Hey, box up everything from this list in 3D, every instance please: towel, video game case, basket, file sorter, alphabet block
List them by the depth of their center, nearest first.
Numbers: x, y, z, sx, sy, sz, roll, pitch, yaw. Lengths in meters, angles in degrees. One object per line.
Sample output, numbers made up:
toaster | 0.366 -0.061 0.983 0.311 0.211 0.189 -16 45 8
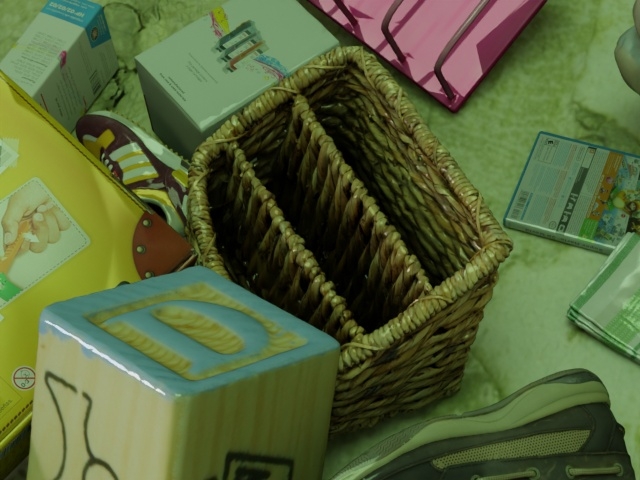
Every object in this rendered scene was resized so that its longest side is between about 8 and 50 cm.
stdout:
alphabet block | -0.119 0.159 1.509 0.193 0.197 0.192 -14 31 -43
basket | 0.000 0.000 1.630 0.213 0.223 0.299 -16 55 -24
towel | 0.324 0.068 1.682 0.152 0.023 0.113 34 73 23
video game case | 0.280 -0.042 1.777 0.166 0.015 0.119 16 59 16
file sorter | 0.080 -0.312 1.810 0.290 0.182 0.202 39 90 13

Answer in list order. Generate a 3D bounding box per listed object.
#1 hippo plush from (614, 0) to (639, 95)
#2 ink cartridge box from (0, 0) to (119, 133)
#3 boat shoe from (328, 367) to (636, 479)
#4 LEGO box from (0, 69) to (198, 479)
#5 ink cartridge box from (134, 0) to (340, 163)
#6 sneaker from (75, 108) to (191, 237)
hippo plush | 0.429 -0.247 1.758 0.234 0.294 0.237 23 51 -5
ink cartridge box | -0.292 -0.160 1.867 0.061 0.104 0.181 21 61 20
boat shoe | 0.128 0.223 1.515 0.355 0.132 0.130 -21 63 -24
LEGO box | -0.418 0.076 1.597 0.372 0.193 0.500 43 68 5
ink cartridge box | -0.078 -0.157 1.827 0.176 0.128 0.127 -33 58 -16
sneaker | -0.196 -0.065 1.814 0.185 0.069 0.084 31 62 25
